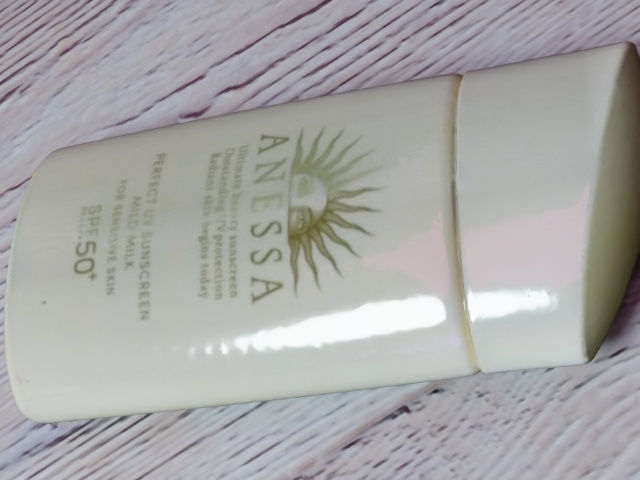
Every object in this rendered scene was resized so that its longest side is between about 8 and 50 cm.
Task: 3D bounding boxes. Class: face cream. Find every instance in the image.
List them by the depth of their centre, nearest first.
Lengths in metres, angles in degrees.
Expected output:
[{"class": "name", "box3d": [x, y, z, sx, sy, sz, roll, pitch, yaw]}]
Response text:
[{"class": "face cream", "box3d": [0.000, 0.000, 0.641, 0.348, 0.081, 0.174, -8, 62, 20]}]
